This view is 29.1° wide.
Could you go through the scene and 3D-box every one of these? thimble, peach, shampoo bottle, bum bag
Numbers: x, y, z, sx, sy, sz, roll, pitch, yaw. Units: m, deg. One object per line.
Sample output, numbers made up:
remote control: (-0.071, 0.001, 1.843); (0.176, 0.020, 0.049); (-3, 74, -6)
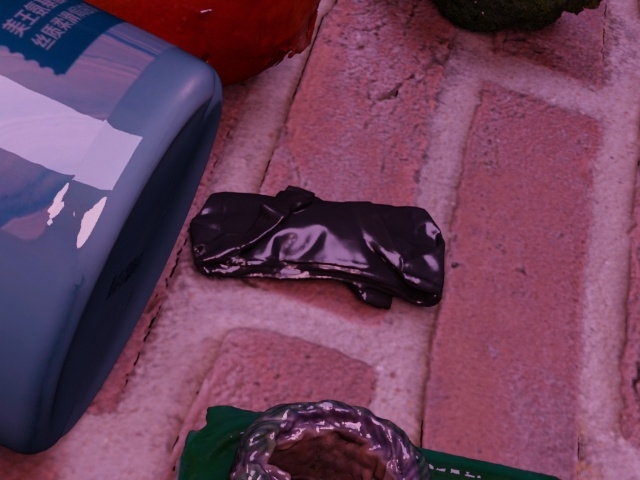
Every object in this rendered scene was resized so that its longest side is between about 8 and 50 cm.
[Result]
thimble: (0.003, 0.173, 0.839); (0.135, 0.090, 0.118); (20, 40, 1)
peach: (-0.147, -0.323, 1.241); (0.370, 0.370, 0.370); (11, 44, -11)
shampoo bottle: (-0.288, -0.050, 0.922); (0.343, 0.331, 0.331); (25, 43, 1)
bum bag: (0.000, 0.000, 1.183); (0.248, 0.060, 0.123); (9, 45, -12)

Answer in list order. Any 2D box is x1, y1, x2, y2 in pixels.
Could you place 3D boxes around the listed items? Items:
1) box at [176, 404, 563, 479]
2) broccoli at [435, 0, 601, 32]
box: (0.043, 0.278, 0.892); (0.337, 0.106, 0.264); (14, 43, -8)
broccoli: (0.229, -0.396, 1.521); (0.321, 0.283, 0.304); (26, 11, -8)
